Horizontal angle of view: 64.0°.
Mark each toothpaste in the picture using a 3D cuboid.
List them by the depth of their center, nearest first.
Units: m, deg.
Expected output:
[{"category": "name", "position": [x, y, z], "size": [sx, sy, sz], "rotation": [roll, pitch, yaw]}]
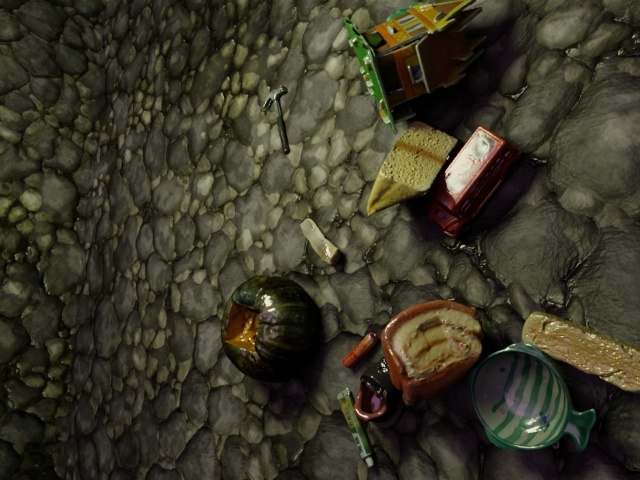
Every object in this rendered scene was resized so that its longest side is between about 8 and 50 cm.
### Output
[{"category": "toothpaste", "position": [0.094, 0.489, 1.339], "size": [0.049, 0.032, 0.204], "rotation": [-43, 53, 27]}]

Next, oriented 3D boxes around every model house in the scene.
[{"category": "model house", "position": [0.252, -0.486, 1.318], "size": [0.313, 0.242, 0.357], "rotation": [-20, 35, 5]}]

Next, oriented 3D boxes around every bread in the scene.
[{"category": "bread", "position": [0.252, 0.230, 1.126], "size": [0.244, 0.123, 0.190], "rotation": [-30, 71, -2]}, {"category": "bread", "position": [0.221, -0.153, 1.266], "size": [0.135, 0.240, 0.178], "rotation": [28, 141, 10]}]

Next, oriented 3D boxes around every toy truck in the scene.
[{"category": "toy truck", "position": [0.341, -0.134, 1.192], "size": [0.252, 0.114, 0.107], "rotation": [-55, 52, 17]}]

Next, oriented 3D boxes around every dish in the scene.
[{"category": "dish", "position": [0.427, 0.322, 1.037], "size": [0.246, 0.078, 0.224], "rotation": [20, 99, 40]}]

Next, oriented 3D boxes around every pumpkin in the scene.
[{"category": "pumpkin", "position": [-0.162, 0.253, 1.510], "size": [0.321, 0.192, 0.320], "rotation": [-12, 72, 42]}]

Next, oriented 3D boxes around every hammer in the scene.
[{"category": "hammer", "position": [-0.142, -0.402, 1.747], "size": [0.103, 0.029, 0.246], "rotation": [-24, 67, 36]}]

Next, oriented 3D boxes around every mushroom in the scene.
[{"category": "mushroom", "position": [-0.002, 0.002, 1.522], "size": [0.059, 0.054, 0.202], "rotation": [-54, 46, 13]}]

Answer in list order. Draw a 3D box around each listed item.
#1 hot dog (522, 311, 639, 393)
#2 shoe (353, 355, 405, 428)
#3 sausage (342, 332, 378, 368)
[{"category": "hot dog", "position": [0.516, 0.211, 0.988], "size": [0.243, 0.073, 0.084], "rotation": [20, 97, 43]}, {"category": "shoe", "position": [0.161, 0.325, 1.241], "size": [0.114, 0.137, 0.290], "rotation": [29, 99, 41]}, {"category": "sausage", "position": [0.110, 0.290, 1.365], "size": [0.129, 0.034, 0.034], "rotation": [-49, 53, 23]}]
